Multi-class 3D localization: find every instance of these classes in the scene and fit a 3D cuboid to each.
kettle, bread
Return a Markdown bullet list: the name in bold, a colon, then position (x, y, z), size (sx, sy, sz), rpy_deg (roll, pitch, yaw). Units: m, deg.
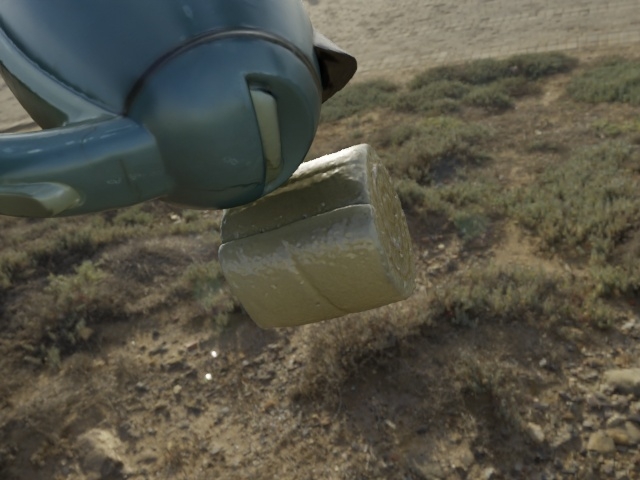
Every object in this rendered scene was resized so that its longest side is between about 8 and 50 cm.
- **kettle**: position (-0.158, -0.144, 0.502), size (0.320, 0.247, 0.342), rpy_deg (-23, 50, -15)
- **bread**: position (0.000, 0.000, 0.568), size (0.141, 0.133, 0.148), rpy_deg (-15, 35, 18)
